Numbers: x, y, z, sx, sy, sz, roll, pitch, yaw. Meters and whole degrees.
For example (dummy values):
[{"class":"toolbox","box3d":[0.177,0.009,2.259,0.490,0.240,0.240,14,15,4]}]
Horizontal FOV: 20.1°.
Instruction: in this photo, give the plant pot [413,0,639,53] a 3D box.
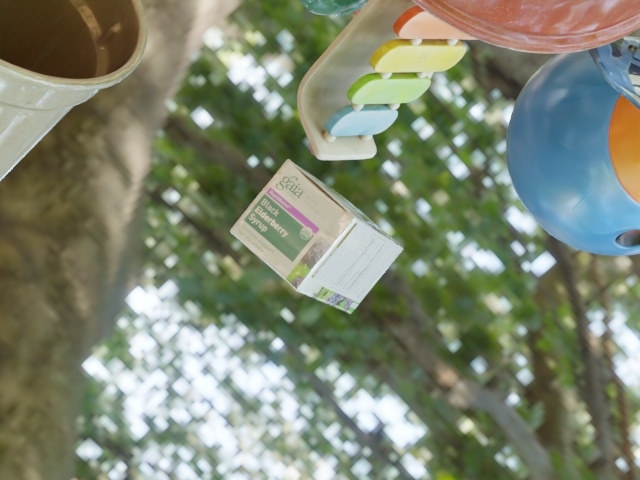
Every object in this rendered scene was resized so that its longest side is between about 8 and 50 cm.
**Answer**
[{"class":"plant pot","box3d":[0.173,-0.281,1.075,0.272,0.272,0.265,-49,-175,-21]}]

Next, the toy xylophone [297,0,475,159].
[{"class":"toy xylophone","box3d":[0.116,-0.219,1.947,0.236,0.081,0.322,-14,151,-47]}]

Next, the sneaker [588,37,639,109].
[{"class":"sneaker","box3d":[0.288,-0.143,1.552,0.059,0.144,0.053,-47,-179,29]}]

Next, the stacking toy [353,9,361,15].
[{"class":"stacking toy","box3d":[0.118,-0.424,2.164,0.309,0.279,0.130,-43,172,-21]}]

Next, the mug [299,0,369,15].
[{"class":"mug","box3d":[0.022,-0.304,2.005,0.129,0.097,0.157,-22,-156,24]}]

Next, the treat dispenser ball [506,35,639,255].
[{"class":"treat dispenser ball","box3d":[0.387,-0.123,2.370,0.288,0.288,0.288,-39,-163,14]}]

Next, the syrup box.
[{"class":"syrup box","box3d":[0.000,0.000,1.830,0.096,0.093,0.237,-51,164,4]}]

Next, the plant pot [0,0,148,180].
[{"class":"plant pot","box3d":[-0.415,-0.197,2.039,0.305,0.334,0.334,-48,-169,33]}]
